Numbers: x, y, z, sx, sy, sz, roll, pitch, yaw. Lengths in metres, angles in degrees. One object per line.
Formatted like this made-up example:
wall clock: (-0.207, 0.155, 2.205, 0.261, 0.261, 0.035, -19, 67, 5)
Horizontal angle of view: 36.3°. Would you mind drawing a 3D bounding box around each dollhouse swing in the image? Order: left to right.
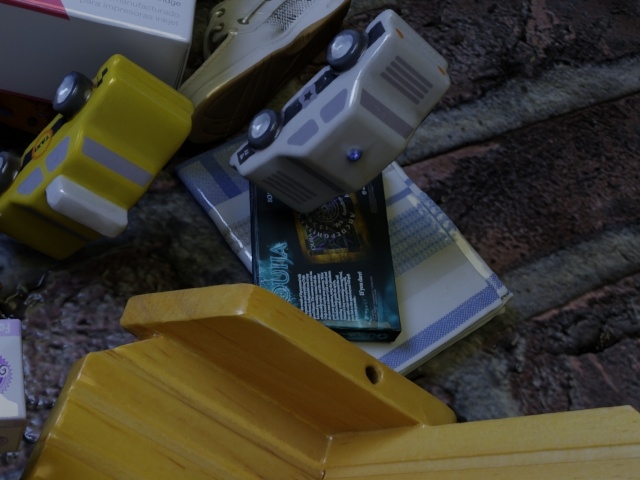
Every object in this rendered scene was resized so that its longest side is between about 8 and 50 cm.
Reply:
dollhouse swing: (0.007, 0.198, 0.594, 0.315, 0.305, 0.346, 35, 51, -23)

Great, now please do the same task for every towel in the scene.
towel: (0.023, -0.001, 0.916, 0.209, 0.034, 0.285, -30, 72, -31)

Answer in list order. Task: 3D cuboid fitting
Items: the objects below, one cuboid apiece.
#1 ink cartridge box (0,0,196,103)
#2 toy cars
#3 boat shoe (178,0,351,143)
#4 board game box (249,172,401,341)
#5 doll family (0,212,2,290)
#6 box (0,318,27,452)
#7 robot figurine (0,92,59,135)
ink cartridge box: (-0.209, -0.257, 0.829, 0.207, 0.117, 0.283, 11, 56, -16)
toy cars: (-0.080, -0.064, 0.767, 0.394, 0.176, 0.087, -11, 45, -7)
boat shoe: (-0.075, -0.191, 0.962, 0.096, 0.098, 0.277, 37, 44, 4)
board game box: (0.000, 0.000, 0.871, 0.126, 0.026, 0.186, 4, 58, -13)
doll family: (-0.340, 0.005, 0.735, 0.193, 0.111, 0.076, 25, 25, -2)
box: (-0.323, 0.085, 0.508, 0.324, 0.063, 0.067, 1, 61, -22)
robot figurine: (-0.346, -0.214, 0.873, 0.291, 0.085, 0.211, 24, 53, -6)
